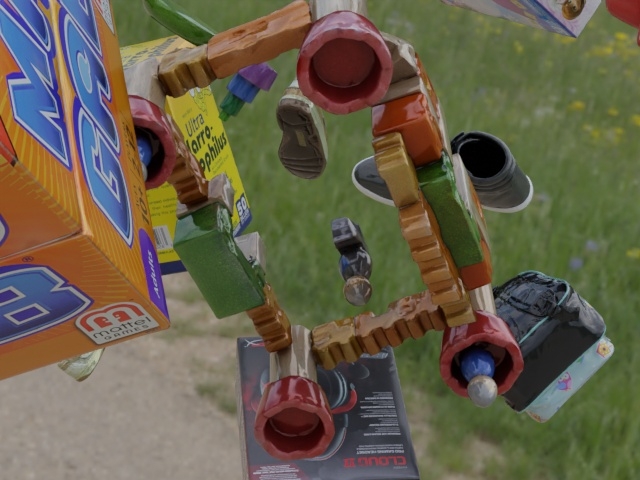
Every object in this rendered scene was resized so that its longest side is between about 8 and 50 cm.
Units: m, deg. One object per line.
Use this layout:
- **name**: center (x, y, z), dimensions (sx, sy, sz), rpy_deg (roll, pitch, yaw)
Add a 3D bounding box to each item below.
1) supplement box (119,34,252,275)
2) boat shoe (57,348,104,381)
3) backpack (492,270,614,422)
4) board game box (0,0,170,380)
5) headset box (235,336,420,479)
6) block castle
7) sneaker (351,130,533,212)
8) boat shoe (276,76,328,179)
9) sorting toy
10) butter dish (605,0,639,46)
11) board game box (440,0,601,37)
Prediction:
- **supplement box**: center (-0.274, -0.140, 2.213), dimensions (0.195, 0.356, 0.194), rpy_deg (-10, 23, 18)
- **boat shoe**: center (-0.348, 0.141, 2.004), dimensions (0.048, 0.153, 0.056), rpy_deg (38, -29, -22)
- **backpack**: center (0.257, 0.125, 1.624), dimensions (0.144, 0.166, 0.188), rpy_deg (44, -2, -20)
- **board game box**: center (-0.363, -0.101, 0.987), dimensions (0.356, 0.356, 0.356), rpy_deg (-18, -29, 7)
- **headset box**: center (0.004, 0.262, 1.731), dimensions (0.218, 0.110, 0.293), rpy_deg (-1, 41, -6)
- **block castle**: center (0.000, 0.000, 1.294), dimensions (0.303, 0.453, 0.213), rpy_deg (-20, 33, 12)
- **sneaker**: center (0.183, -0.120, 2.077), dimensions (0.296, 0.104, 0.147), rpy_deg (7, -23, 18)
- **boat shoe**: center (-0.017, -0.151, 1.737), dimensions (0.068, 0.072, 0.190), rpy_deg (12, -26, 6)
- **sorting toy**: center (-0.241, -0.282, 1.836), dimensions (0.365, 0.126, 0.127), rpy_deg (32, 9, -14)
- **butter dish**: center (0.383, -0.316, 1.539), dimensions (0.118, 0.159, 0.160), rpy_deg (23, 24, 33)
- **board game box**: center (0.161, -0.400, 1.724), dimensions (0.319, 0.066, 0.318), rpy_deg (34, -1, -33)
